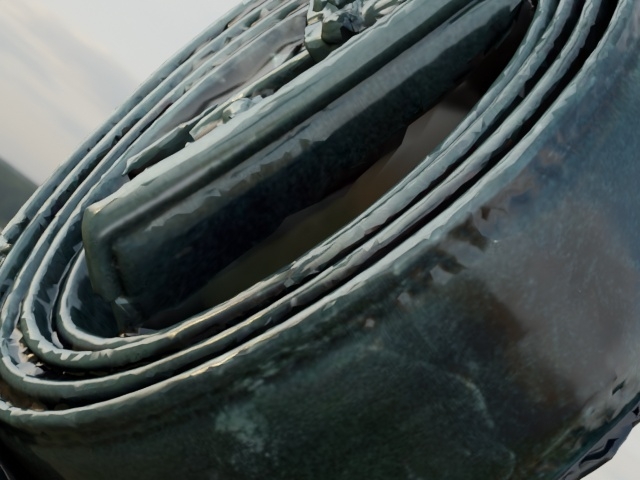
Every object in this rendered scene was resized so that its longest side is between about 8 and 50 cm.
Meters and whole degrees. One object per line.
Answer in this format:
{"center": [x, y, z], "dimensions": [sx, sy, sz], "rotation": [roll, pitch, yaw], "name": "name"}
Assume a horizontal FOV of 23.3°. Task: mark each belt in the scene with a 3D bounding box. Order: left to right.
{"center": [0.000, 0.000, 0.462], "dimensions": [0.206, 0.267, 0.116], "rotation": [21, -30, 56], "name": "belt"}
